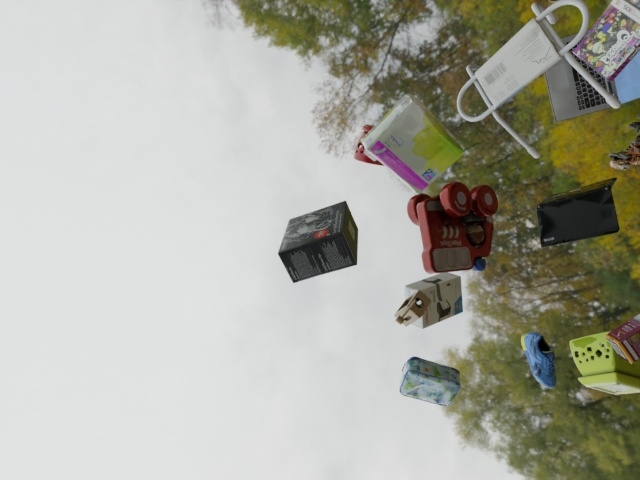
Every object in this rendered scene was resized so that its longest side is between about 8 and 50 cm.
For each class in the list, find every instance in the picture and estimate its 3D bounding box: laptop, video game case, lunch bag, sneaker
[{"bbox_3d":[0.903,-0.100,1.432,0.264,0.234,0.136,-25,-85,-46],"label":"laptop"},{"bbox_3d":[1.133,-0.776,1.580,0.042,0.232,0.210,-7,-125,-25],"label":"video game case"},{"bbox_3d":[1.261,-0.790,1.830,0.236,0.408,0.381,-21,-83,-76],"label":"laptop"},{"bbox_3d":[0.426,0.560,1.620,0.219,0.176,0.090,12,-146,7],"label":"lunch bag"},{"bbox_3d":[0.755,0.408,1.384,0.069,0.082,0.209,-25,-88,-25],"label":"sneaker"}]

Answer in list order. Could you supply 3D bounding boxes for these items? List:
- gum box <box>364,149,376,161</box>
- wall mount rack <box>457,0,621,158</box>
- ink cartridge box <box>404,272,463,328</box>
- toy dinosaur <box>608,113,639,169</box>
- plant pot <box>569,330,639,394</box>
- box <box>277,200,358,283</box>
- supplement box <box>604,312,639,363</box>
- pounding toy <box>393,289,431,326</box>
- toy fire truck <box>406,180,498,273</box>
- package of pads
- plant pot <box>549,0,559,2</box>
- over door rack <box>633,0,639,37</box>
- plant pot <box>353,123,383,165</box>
[{"bbox_3d":[0.263,-0.402,1.623,0.062,0.188,0.107,34,-114,-17],"label":"gum box"},{"bbox_3d":[0.532,-0.389,1.018,0.131,0.350,0.304,-12,-108,-39],"label":"wall mount rack"},{"bbox_3d":[0.628,0.325,2.265,0.308,0.129,0.223,-14,-75,-27],"label":"ink cartridge box"},{"bbox_3d":[1.285,-0.377,1.568,0.164,0.322,0.218,82,175,-81],"label":"toy dinosaur"},{"bbox_3d":[1.259,0.538,1.767,0.228,0.227,0.207,17,-118,-9],"label":"plant pot"},{"bbox_3d":[0.000,0.000,1.914,0.343,0.313,0.178,-80,-31,-60],"label":"box"},{"bbox_3d":[1.210,0.362,1.557,0.104,0.188,0.081,52,-173,-6],"label":"supplement box"},{"bbox_3d":[0.428,0.334,1.903,0.094,0.181,0.206,43,-127,5],"label":"pounding toy"},{"bbox_3d":[0.407,-0.028,1.222,0.302,0.169,0.253,-1,-99,-33],"label":"toy fire truck"},{"bbox_3d":[0.323,-0.327,1.410,0.297,0.229,0.101,32,-154,-28],"label":"package of pads"},{"bbox_3d":[0.786,-0.802,1.202,0.032,0.236,0.236,31,-134,-18],"label":"plant pot"},{"bbox_3d":[1.066,-0.699,1.205,0.325,0.108,0.239,1,-93,-8],"label":"over door rack"},{"bbox_3d":[0.265,-0.461,1.980,0.191,0.191,0.174,-20,-54,-53],"label":"plant pot"}]
